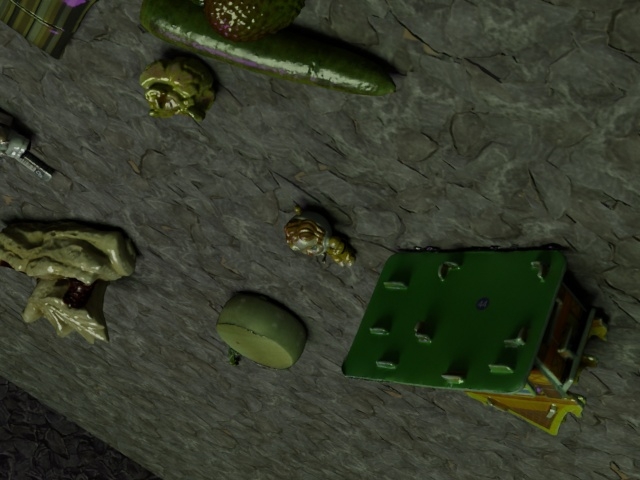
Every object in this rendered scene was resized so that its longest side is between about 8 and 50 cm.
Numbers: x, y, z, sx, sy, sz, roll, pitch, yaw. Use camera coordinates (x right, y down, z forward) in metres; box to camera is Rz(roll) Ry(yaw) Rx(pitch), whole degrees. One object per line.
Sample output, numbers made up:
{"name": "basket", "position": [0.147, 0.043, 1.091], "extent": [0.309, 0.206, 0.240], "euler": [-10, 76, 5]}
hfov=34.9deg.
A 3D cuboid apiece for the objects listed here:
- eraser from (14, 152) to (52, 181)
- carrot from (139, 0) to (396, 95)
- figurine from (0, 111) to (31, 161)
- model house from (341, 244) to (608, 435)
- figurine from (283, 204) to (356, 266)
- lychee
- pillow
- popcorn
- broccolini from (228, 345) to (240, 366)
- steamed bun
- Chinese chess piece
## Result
{"name": "eraser", "position": [-0.561, -0.153, 1.975], "extent": [0.099, 0.019, 0.027], "euler": [37, 136, -15]}
{"name": "carrot", "position": [-0.069, -0.251, 1.327], "extent": [0.358, 0.074, 0.074], "euler": [21, 151, 10]}
{"name": "figurine", "position": [-0.641, -0.215, 1.863], "extent": [0.229, 0.112, 0.137], "euler": [24, 162, -20]}
{"name": "model house", "position": [0.258, 0.192, 1.580], "extent": [0.357, 0.242, 0.313], "euler": [-3, 141, 42]}
{"name": "figurine", "position": [0.004, 0.000, 1.675], "extent": [0.143, 0.068, 0.101], "euler": [24, 158, -17]}
{"name": "lychee", "position": [-0.090, -0.294, 1.230], "extent": [0.146, 0.114, 0.114], "euler": [1, 146, 9]}
{"name": "pillow", "position": [-0.437, -0.370, 1.478], "extent": [0.212, 0.052, 0.208], "euler": [36, 147, -15]}
{"name": "popcorn", "position": [-0.207, -0.221, 1.485], "extent": [0.109, 0.089, 0.097], "euler": [43, 138, -17]}
{"name": "broccolini", "position": [-0.194, 0.253, 2.269], "extent": [0.054, 0.052, 0.194], "euler": [31, 152, 4]}
{"name": "steamed bun", "position": [-0.557, 0.094, 2.211], "extent": [0.428, 0.189, 0.247], "euler": [5, 151, 36]}
{"name": "Chinese chess piece", "position": [-0.120, 0.185, 2.066], "extent": [0.188, 0.083, 0.188], "euler": [21, 154, 11]}
